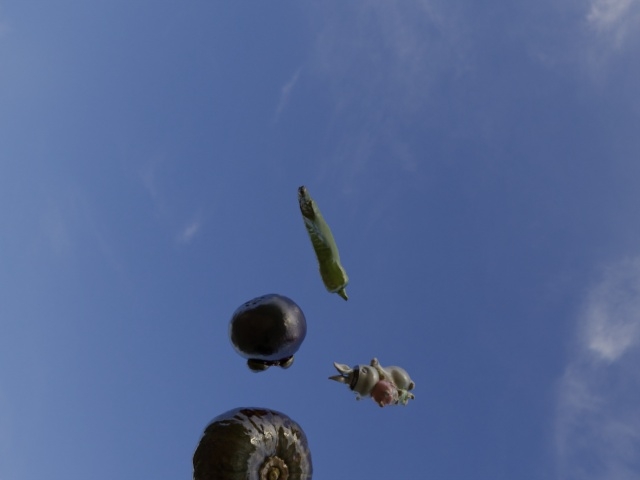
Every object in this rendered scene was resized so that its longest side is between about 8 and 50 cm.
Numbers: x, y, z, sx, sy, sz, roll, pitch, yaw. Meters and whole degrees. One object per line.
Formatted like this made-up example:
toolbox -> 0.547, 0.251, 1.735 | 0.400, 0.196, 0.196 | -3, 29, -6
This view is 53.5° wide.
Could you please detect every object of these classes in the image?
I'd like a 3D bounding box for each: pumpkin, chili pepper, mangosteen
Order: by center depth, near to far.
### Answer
chili pepper -> 0.000, 0.000, 0.940 | 0.043, 0.049, 0.208 | -4, -56, 28
pumpkin -> -0.119, 0.385, 1.081 | 0.162, 0.219, 0.218 | -25, -108, 52
mangosteen -> -0.097, 0.177, 1.198 | 0.153, 0.152, 0.152 | -3, -95, 30

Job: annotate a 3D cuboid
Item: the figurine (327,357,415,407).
figurine -> 0.098, 0.248, 1.117 | 0.098, 0.146, 0.081 | -2, -105, 51
